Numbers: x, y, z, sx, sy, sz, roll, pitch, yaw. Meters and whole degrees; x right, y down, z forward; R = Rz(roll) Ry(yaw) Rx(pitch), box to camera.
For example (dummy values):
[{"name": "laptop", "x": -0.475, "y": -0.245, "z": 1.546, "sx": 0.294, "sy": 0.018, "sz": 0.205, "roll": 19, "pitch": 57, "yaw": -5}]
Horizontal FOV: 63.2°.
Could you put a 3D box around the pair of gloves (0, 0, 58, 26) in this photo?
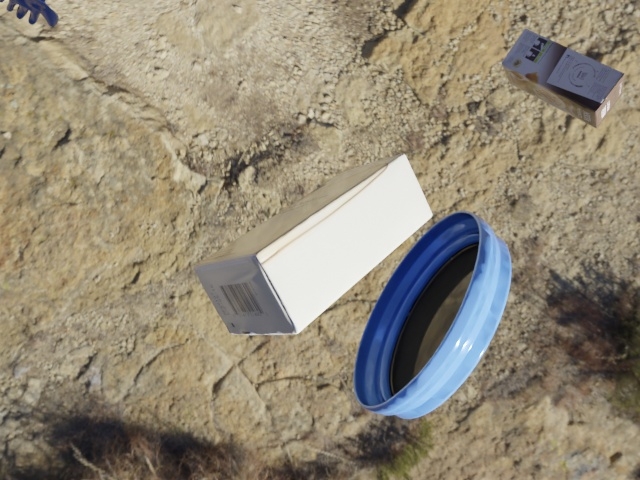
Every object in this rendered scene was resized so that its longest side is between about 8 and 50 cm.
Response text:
[{"name": "pair of gloves", "x": -0.496, "y": -0.403, "z": 0.798, "sx": 0.198, "sy": 0.159, "sz": 0.023, "roll": 28, "pitch": 74, "yaw": -38}]

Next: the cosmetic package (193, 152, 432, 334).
[{"name": "cosmetic package", "x": 0.000, "y": 0.000, "z": 0.726, "sx": 0.309, "sy": 0.160, "sz": 0.113, "roll": -38, "pitch": 107, "yaw": -39}]

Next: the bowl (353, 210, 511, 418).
[{"name": "bowl", "x": 0.191, "y": 0.132, "z": 0.928, "sx": 0.077, "sy": 0.391, "sz": 0.391, "roll": 29, "pitch": 107, "yaw": -7}]

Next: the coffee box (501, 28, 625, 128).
[{"name": "coffee box", "x": 0.568, "y": -0.380, "z": 1.225, "sx": 0.098, "sy": 0.246, "sz": 0.141, "roll": -57, "pitch": 153, "yaw": 13}]
